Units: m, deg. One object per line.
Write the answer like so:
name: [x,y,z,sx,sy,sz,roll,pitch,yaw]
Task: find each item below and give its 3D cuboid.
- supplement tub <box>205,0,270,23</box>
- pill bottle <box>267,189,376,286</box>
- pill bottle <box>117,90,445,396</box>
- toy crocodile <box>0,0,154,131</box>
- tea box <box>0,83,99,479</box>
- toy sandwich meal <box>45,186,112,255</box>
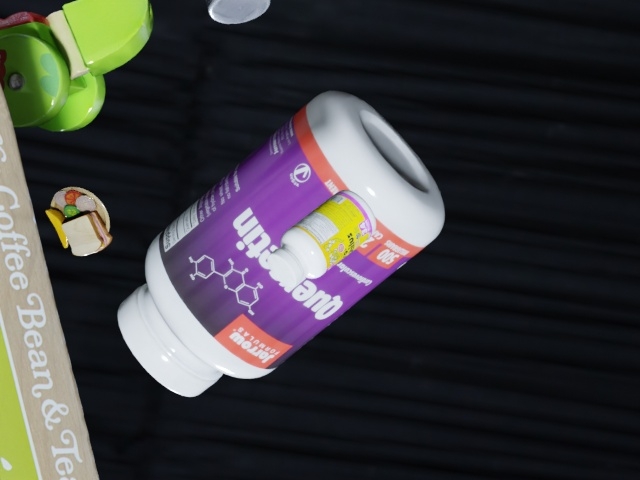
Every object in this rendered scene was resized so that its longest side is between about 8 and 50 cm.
supplement tub: [-0.108,-0.342,1.807,0.106,0.106,0.198,113,-33,-64]
pill bottle: [0.000,0.000,1.226,0.083,0.043,0.043,-38,165,-26]
pill bottle: [-0.046,0.013,1.610,0.323,0.181,0.181,-40,-158,18]
toy crocodile: [-0.272,-0.102,1.194,0.105,0.341,0.115,65,11,2]
tea box: [-0.324,0.108,0.936,0.220,0.324,0.329,-16,-91,59]
toy sandwich meal: [-0.282,-0.021,1.885,0.029,0.086,0.085,-52,159,-56]
